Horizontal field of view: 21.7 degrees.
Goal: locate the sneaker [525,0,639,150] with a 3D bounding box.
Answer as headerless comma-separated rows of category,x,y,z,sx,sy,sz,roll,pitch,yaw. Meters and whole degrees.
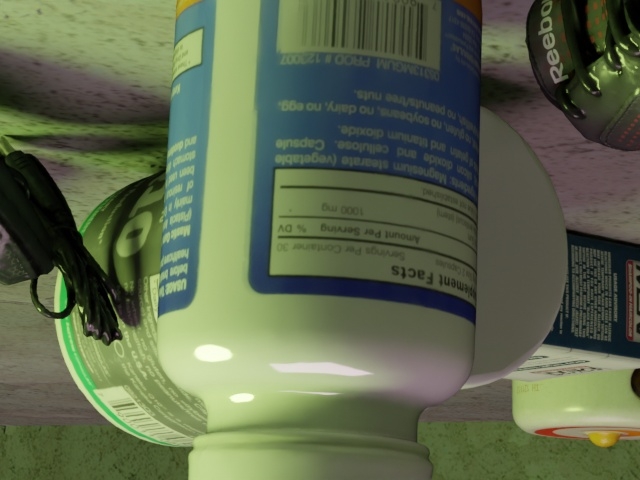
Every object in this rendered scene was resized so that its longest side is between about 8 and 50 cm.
sneaker,0.157,-0.097,0.727,0.135,0.097,0.276,-2,169,7

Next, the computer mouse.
computer mouse,-0.226,-0.047,1.027,0.072,0.188,0.272,-47,142,10

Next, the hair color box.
hair color box,0.112,0.046,1.413,0.347,0.105,0.174,11,165,-36

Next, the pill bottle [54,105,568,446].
pill bottle,-0.016,0.027,1.100,0.204,0.204,0.361,9,166,-31

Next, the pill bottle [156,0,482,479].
pill bottle,0.000,0.000,0.799,0.152,0.272,0.152,2,169,0

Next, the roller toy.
roller toy,0.297,0.141,1.733,0.209,0.146,0.191,-1,168,11
